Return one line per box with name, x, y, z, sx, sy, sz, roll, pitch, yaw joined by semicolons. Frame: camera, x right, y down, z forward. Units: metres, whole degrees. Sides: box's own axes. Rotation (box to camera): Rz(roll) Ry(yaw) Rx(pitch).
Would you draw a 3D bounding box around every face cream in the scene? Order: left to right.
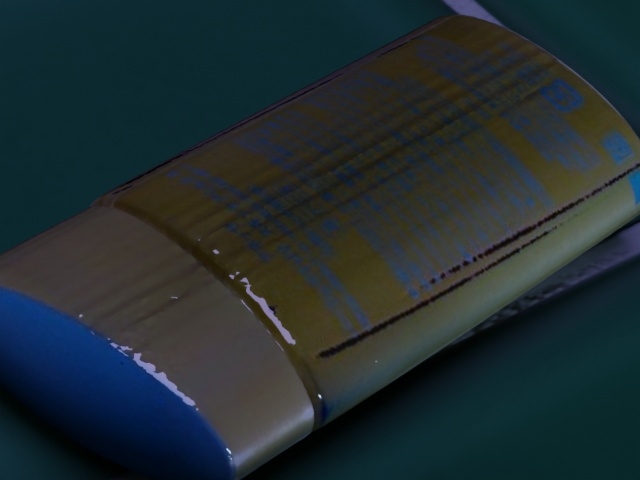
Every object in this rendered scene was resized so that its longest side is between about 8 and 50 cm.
face cream;0.000;0.000;0.757;0.285;0.067;0.139;-30;56;-34
